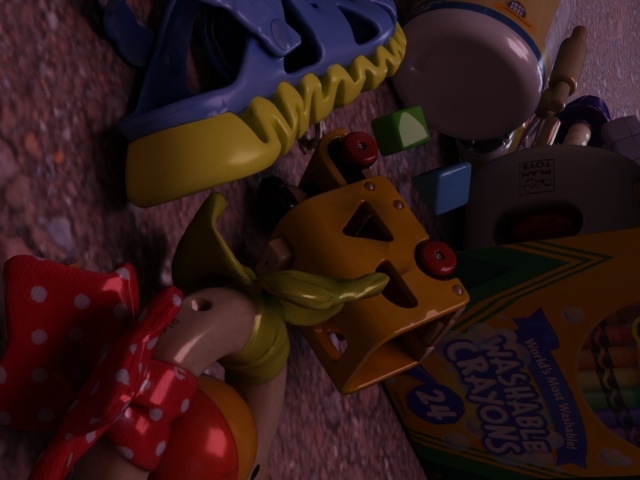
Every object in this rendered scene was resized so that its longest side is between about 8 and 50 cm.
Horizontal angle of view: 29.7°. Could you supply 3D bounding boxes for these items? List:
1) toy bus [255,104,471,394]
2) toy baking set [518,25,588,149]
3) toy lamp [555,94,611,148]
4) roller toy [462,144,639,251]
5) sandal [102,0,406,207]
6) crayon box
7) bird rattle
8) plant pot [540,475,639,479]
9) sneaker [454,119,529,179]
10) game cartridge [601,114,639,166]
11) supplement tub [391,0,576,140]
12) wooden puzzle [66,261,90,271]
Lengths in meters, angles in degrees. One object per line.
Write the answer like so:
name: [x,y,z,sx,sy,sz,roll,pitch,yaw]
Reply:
toy bus: [0.008,0.006,0.846,0.104,0.202,0.191,-20,109,-32]
toy baking set: [0.247,-0.142,1.347,0.196,0.030,0.256,111,4,-47]
toy lamp: [0.318,-0.110,1.526,0.274,0.080,0.080,-56,131,-53]
roller toy: [0.239,-0.006,1.208,0.191,0.209,0.146,12,65,-19]
sandal: [-0.039,-0.140,0.795,0.317,0.126,0.138,-47,120,-59]
crayon box: [0.212,0.097,0.983,0.203,0.323,0.083,64,32,-30]
bird rattle: [-0.069,0.090,0.653,0.253,0.143,0.207,-42,142,-59]
plant pot: [0.379,0.221,1.302,0.341,0.341,0.334,52,31,-44]
sneaker: [0.190,-0.144,1.287,0.208,0.081,0.094,-59,157,-32]
game cartridge: [0.420,0.041,1.524,0.355,0.068,0.230,73,-3,-50]
supplement tub: [0.160,-0.209,1.147,0.144,0.144,0.199,59,42,-37]
wooden puzzle: [-0.138,0.051,0.661,0.049,0.006,0.083,28,58,-58]
